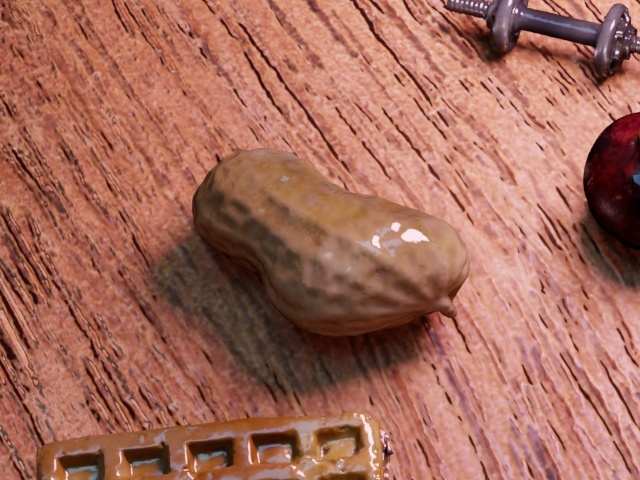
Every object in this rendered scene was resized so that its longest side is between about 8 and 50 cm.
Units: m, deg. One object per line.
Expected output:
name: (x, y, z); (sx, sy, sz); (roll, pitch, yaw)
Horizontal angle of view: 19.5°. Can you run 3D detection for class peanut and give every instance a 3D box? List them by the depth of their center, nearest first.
peanut: (-0.002, 0.007, 1.817); (0.291, 0.143, 0.159); (25, 53, 25)

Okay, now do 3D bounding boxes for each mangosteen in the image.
mangosteen: (0.329, -0.067, 1.821); (0.152, 0.152, 0.152); (-4, 56, 5)

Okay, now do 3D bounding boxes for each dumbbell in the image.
dumbbell: (0.256, -0.226, 1.978); (0.254, 0.081, 0.081); (16, 60, 17)

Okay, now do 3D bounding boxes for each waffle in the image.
waffle: (-0.091, 0.273, 1.680); (0.327, 0.098, 0.224); (-7, 58, 4)
